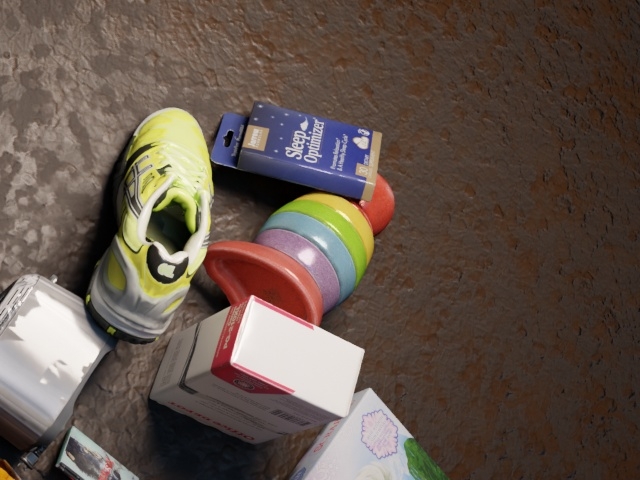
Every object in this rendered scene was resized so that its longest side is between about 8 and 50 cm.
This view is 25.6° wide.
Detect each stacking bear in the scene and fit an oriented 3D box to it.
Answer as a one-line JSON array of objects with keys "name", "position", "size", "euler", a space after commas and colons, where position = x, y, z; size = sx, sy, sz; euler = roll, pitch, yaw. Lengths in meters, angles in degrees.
[{"name": "stacking bear", "position": [0.000, 0.000, 1.940], "size": [0.289, 0.164, 0.175], "euler": [-48, 126, -41]}]

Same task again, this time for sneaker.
[{"name": "sneaker", "position": [-0.185, -0.042, 1.794], "size": [0.145, 0.147, 0.384], "euler": [26, 40, -22]}]

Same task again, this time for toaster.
[{"name": "toaster", "position": [-0.355, 0.150, 1.705], "size": [0.146, 0.129, 0.227], "euler": [37, 60, -13]}]

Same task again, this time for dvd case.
[{"name": "dvd case", "position": [-0.273, 0.290, 1.751], "size": [0.119, 0.013, 0.087], "euler": [43, 17, -15]}]

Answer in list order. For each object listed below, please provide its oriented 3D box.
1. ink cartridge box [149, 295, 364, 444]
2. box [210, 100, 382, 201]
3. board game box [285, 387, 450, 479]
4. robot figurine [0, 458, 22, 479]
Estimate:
[{"name": "ink cartridge box", "position": [-0.085, 0.171, 1.795], "size": [0.172, 0.237, 0.100], "euler": [28, 62, -22]}, {"name": "box", "position": [-0.031, -0.128, 1.943], "size": [0.225, 0.036, 0.136], "euler": [13, 36, -2]}, {"name": "board game box", "position": [0.076, 0.418, 1.892], "size": [0.318, 0.066, 0.318], "euler": [49, 47, -11]}, {"name": "robot figurine", "position": [-0.466, 0.291, 1.626], "size": [0.291, 0.085, 0.211], "euler": [41, 60, -16]}]
